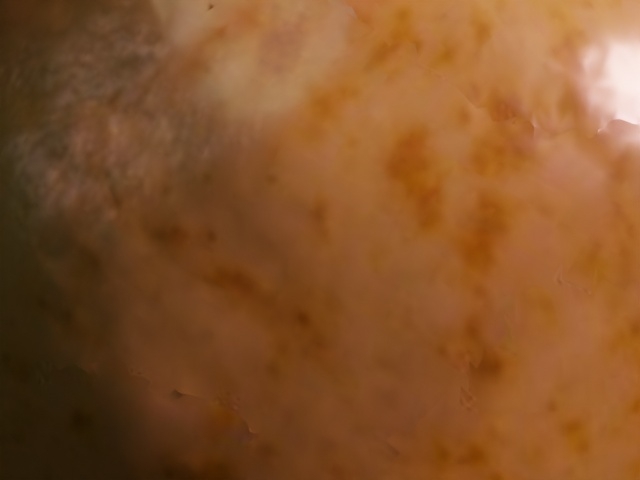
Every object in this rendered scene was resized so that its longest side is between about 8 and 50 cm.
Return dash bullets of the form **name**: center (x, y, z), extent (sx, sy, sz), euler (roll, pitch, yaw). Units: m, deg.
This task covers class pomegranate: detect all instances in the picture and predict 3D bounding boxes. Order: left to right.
- **pomegranate**: center (0.000, 0.000, 0.580), extent (0.342, 0.342, 0.342), euler (-17, 34, 12)
